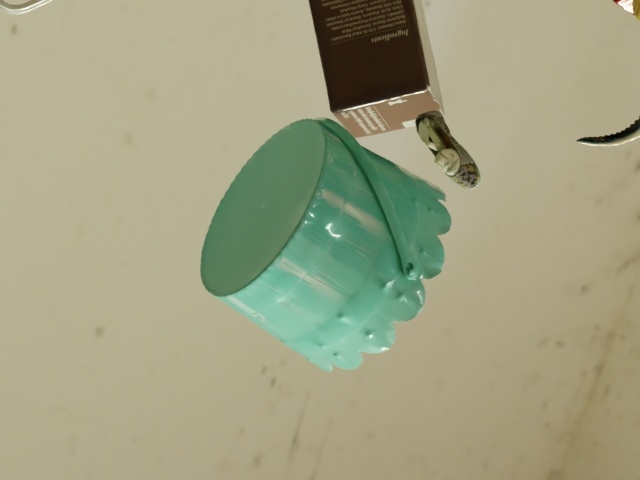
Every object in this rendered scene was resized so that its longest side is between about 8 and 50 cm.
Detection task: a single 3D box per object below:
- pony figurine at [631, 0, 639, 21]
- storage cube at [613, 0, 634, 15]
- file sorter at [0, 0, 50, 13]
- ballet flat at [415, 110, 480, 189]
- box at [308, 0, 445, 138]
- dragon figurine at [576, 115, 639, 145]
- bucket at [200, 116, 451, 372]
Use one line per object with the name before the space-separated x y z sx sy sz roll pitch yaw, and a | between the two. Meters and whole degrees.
pony figurine | 0.480 -0.315 1.476 0.351 0.303 0.363 19 -129 42
storage cube | 0.526 -0.410 2.115 0.193 0.183 0.215 23 -128 -37
file sorter | -0.322 -0.368 1.738 0.192 0.173 0.277 -26 -168 -7
ballet flat | 0.140 -0.103 1.728 0.041 0.041 0.114 -3 -129 -40
box | 0.055 -0.342 1.973 0.143 0.381 0.191 -14 170 8
dragon figurine | 0.472 -0.186 1.937 0.289 0.144 0.085 2 -162 37
bucket | 0.000 0.000 1.791 0.183 0.281 0.281 32 -166 -26
